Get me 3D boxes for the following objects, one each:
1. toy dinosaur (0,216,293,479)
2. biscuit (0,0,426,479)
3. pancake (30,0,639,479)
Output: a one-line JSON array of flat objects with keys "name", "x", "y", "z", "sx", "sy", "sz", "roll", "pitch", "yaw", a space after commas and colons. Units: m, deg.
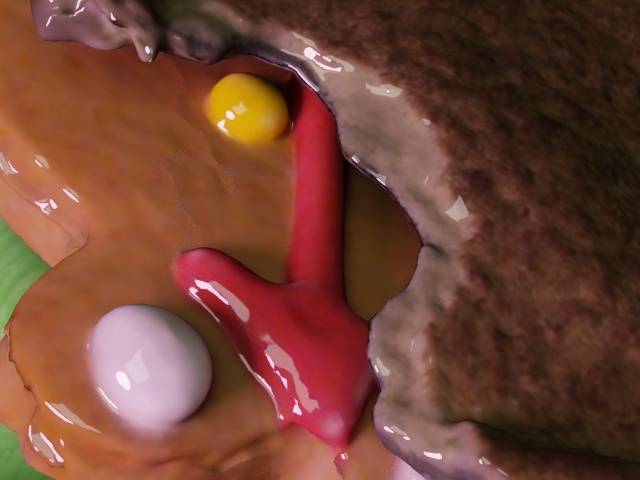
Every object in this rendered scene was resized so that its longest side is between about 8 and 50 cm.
[{"name": "toy dinosaur", "x": 0.017, "y": 0.073, "z": 0.553, "sx": 0.374, "sy": 0.144, "sz": 0.500, "roll": 16, "pitch": 60, "yaw": 2}, {"name": "biscuit", "x": 0.000, "y": 0.000, "z": 0.539, "sx": 0.216, "sy": 0.047, "sz": 0.340, "roll": -12, "pitch": 55, "yaw": -37}, {"name": "pancake", "x": 0.060, "y": -0.033, "z": 0.539, "sx": 0.286, "sy": 0.033, "sz": 0.288, "roll": 14, "pitch": 47, "yaw": -15}]
